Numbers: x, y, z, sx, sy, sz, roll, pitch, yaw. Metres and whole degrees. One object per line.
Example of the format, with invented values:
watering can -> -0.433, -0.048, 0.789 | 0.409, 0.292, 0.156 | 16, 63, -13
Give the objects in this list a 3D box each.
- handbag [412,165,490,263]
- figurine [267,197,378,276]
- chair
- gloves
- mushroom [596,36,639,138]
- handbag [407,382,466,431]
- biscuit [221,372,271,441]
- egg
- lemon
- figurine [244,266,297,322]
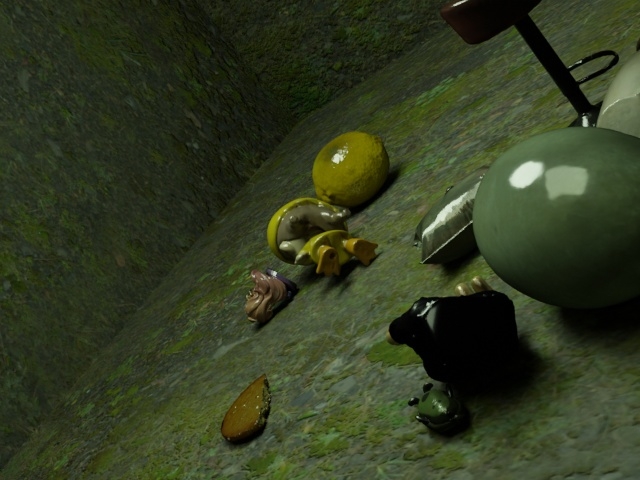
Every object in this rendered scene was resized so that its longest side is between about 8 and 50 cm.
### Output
handbag -> 0.294, -0.057, 1.617 | 0.270, 0.117, 0.182 | -40, 8, 8
figurine -> 0.000, 0.000, 2.040 | 0.344, 0.215, 0.187 | -153, 66, -62
chair -> 0.436, -0.368, 1.576 | 0.226, 0.401, 0.226 | -39, 16, 14
gloves -> 0.198, 0.139, 1.238 | 0.197, 0.152, 0.301 | -4, 5, 5
mushroom -> 0.582, -0.268, 1.418 | 0.138, 0.154, 0.407 | -4, 38, 38
handbag -> 0.178, 0.249, 1.186 | 0.072, 0.047, 0.111 | -44, 13, -9
biscuit -> -0.157, 0.364, 1.699 | 0.126, 0.025, 0.206 | -37, 15, 13
egg -> 0.357, -0.033, 1.138 | 0.258, 0.258, 0.352 | -43, 19, -6
lemon -> 0.086, -0.202, 2.311 | 0.260, 0.204, 0.204 | -47, 16, -5
figurine -> -0.145, 0.140, 2.110 | 0.157, 0.126, 0.114 | -47, -26, -24
